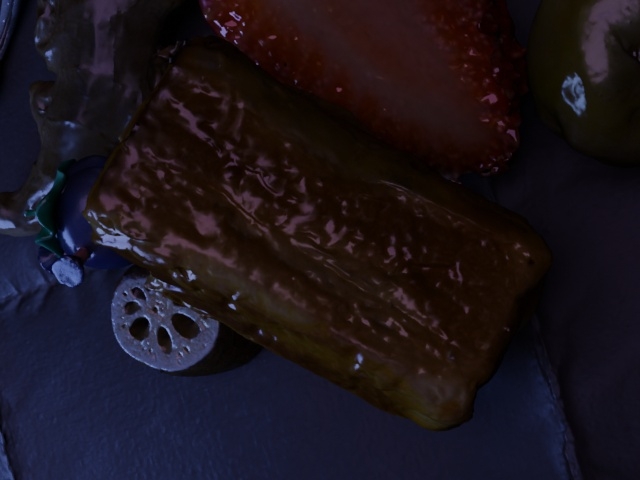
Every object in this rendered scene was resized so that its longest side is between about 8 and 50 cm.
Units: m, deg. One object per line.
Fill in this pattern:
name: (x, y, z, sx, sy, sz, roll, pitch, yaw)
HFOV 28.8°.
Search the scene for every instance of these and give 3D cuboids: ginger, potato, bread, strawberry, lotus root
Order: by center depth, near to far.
potato: (0.237, -0.152, 0.902, 0.154, 0.137, 0.200, 39, 100, 17)
bread: (0.001, -0.002, 0.938, 0.344, 0.149, 0.195, 31, 78, -2)
strawberry: (0.043, -0.182, 1.000, 0.233, 0.137, 0.306, -28, 105, 36)
lotus root: (-0.113, 0.064, 1.064, 0.122, 0.081, 0.112, -11, 92, 20)
ginger: (-0.184, -0.136, 1.090, 0.166, 0.080, 0.333, 23, 99, 11)

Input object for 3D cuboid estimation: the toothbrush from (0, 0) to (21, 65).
toothbrush: (-0.260, -0.290, 1.151, 0.035, 0.042, 0.413, 25, 95, 20)

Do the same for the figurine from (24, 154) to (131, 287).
figurine: (-0.145, -0.030, 1.029, 0.195, 0.111, 0.102, -13, 94, -9)
